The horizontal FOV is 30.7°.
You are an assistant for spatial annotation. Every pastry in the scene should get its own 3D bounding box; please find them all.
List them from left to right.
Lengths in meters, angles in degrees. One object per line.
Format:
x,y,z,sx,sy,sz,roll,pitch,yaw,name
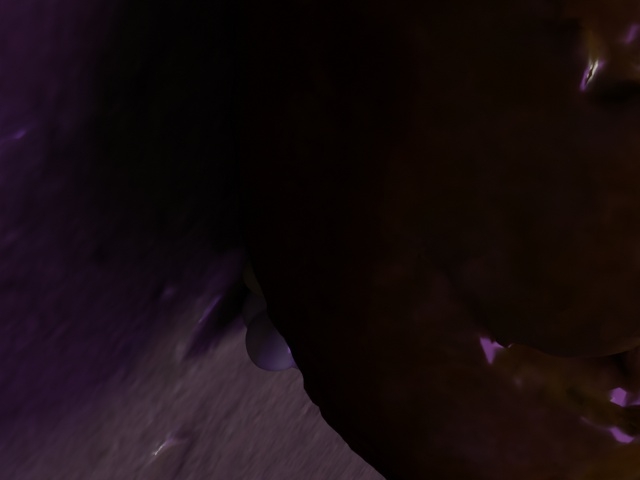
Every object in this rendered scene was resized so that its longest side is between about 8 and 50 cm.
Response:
0.098,-0.055,0.456,0.356,0.164,0.355,-18,111,-60,pastry

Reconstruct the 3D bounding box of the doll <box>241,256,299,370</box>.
0.000,0.000,0.561,0.106,0.062,0.162,-35,149,-32,doll
